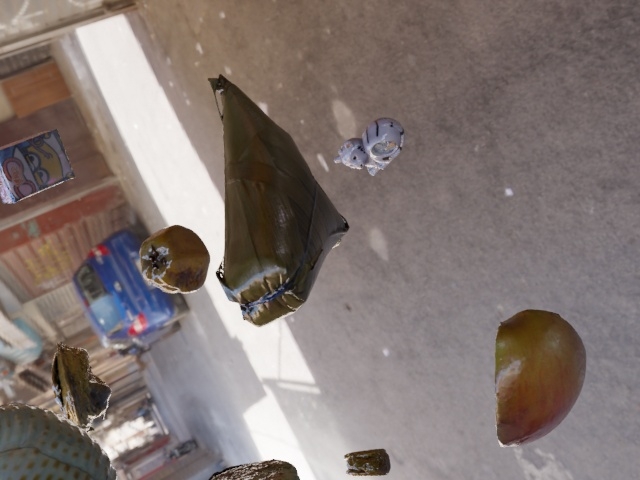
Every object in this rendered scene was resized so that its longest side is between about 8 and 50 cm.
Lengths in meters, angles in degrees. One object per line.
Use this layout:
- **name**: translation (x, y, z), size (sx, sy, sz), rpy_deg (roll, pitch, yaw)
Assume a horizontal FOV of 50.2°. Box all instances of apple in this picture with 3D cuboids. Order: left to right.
- **apple**: translation (0.435, 0.299, 1.410), size (0.179, 0.254, 0.346), rpy_deg (52, 166, 47)

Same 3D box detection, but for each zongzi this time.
- **zongzi**: translation (-0.092, -0.065, 0.848), size (0.289, 0.122, 0.260), rpy_deg (58, -157, -12)

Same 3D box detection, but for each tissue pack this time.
- **tissue pack**: translation (-0.612, -0.157, 1.444), size (0.065, 0.155, 0.116), rpy_deg (1, 116, 37)

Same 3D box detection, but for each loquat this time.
- **loquat**: translation (-0.265, 0.036, 1.238), size (0.112, 0.137, 0.137), rpy_deg (-11, 109, 28)

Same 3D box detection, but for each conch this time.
- **conch**: translation (-0.433, 0.418, 1.093), size (0.303, 0.214, 0.320), rpy_deg (-73, -20, -75)

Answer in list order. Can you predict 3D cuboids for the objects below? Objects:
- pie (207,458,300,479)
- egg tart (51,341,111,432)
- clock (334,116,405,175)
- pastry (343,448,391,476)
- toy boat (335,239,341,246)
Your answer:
- **pie**: translation (-0.160, 0.553, 1.543), size (0.240, 0.240, 0.054), rpy_deg (170, 91, -69)
- **egg tart**: translation (-0.669, 0.412, 1.938), size (0.297, 0.132, 0.297), rpy_deg (161, 90, -76)
- **clock**: translation (0.115, -0.224, 1.597), size (0.176, 0.117, 0.080), rpy_deg (-46, 45, 51)
- **pastry**: translation (0.101, 0.482, 1.472), size (0.109, 0.097, 0.057), rpy_deg (103, 161, -68)
- **toy boat**: translation (0.000, 0.000, 2.134), size (0.172, 0.066, 0.065), rpy_deg (-13, 82, 45)
